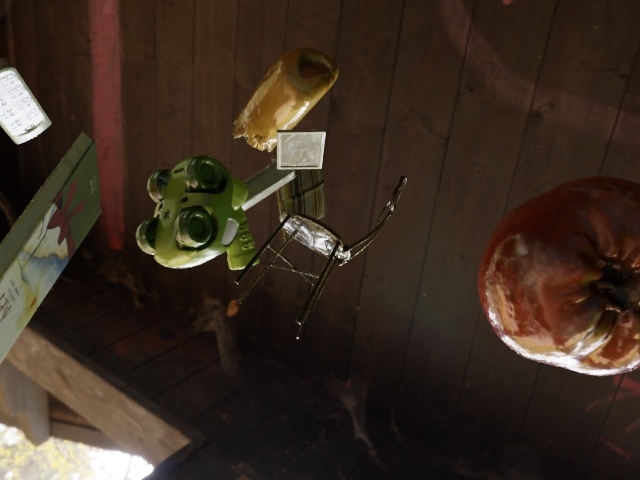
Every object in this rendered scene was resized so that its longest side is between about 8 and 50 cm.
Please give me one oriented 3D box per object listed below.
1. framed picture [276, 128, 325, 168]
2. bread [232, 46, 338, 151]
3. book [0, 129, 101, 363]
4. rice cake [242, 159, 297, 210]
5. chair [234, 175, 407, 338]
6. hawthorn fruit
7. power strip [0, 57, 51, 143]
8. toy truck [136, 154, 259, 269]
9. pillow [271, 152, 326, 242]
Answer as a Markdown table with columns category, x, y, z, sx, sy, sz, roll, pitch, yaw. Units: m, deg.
| category | x | y | z | sx | sy | sz | roll | pitch | yaw |
| --- | --- | --- | --- | --- | --- | --- | --- | --- | --- |
| framed picture | -0.027 | -0.125 | 0.859 | 0.089 | 0.066 | 0.006 | 99 | -11 | -63 |
| bread | -0.054 | -0.221 | 0.956 | 0.085 | 0.134 | 0.173 | 43 | -42 | -9 |
| book | -0.331 | 0.032 | 0.710 | 0.026 | 0.289 | 0.201 | 26 | -27 | -6 |
| rice cake | -0.149 | -0.083 | 1.202 | 0.052 | 0.256 | 0.057 | 43 | -24 | 25 |
| chair | 0.000 | 0.000 | 1.106 | 0.170 | 0.325 | 0.159 | 30 | -18 | 8 |
| hawthorn fruit | 0.348 | 0.042 | 0.834 | 0.284 | 0.284 | 0.284 | 14 | -66 | 33 |
| power strip | -0.552 | -0.242 | 1.124 | 0.029 | 0.080 | 0.227 | 47 | -16 | 14 |
| toy truck | -0.188 | -0.045 | 1.044 | 0.148 | 0.211 | 0.186 | -11 | -100 | 41 |
| pillow | -0.043 | -0.125 | 1.484 | 0.052 | 0.212 | 0.208 | 2 | -69 | 27 |
